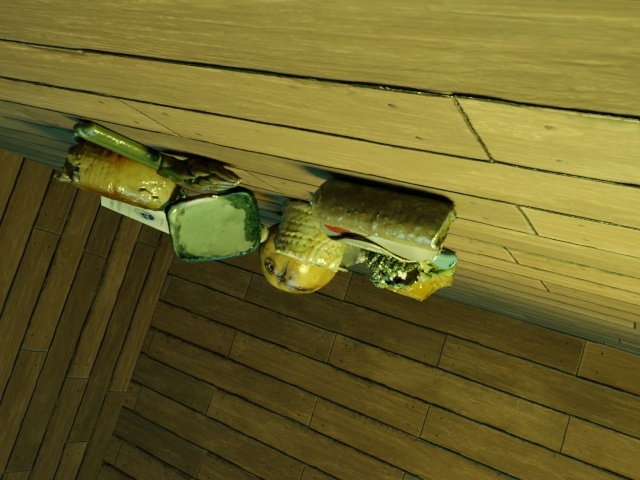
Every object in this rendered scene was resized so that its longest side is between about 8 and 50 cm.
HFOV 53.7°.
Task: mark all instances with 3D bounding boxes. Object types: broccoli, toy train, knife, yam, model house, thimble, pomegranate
[{"bbox_3d":[0.258,0.061,1.686,0.304,0.146,0.165,9,173,-43],"label":"broccoli"},{"bbox_3d":[0.000,0.000,1.808,0.260,0.134,0.177,21,-177,-21],"label":"toy train"},{"bbox_3d":[0.262,0.022,1.549,0.244,0.058,0.032,23,-149,-45],"label":"knife"},{"bbox_3d":[0.110,-0.047,1.114,0.259,0.093,0.093,15,174,29],"label":"yam"},{"bbox_3d":[-0.271,-0.048,1.826,0.253,0.185,0.291,-11,-177,9],"label":"model house"},{"bbox_3d":[-0.024,-0.016,1.609,0.190,0.144,0.137,18,176,1],"label":"thimble"},{"bbox_3d":[-0.076,0.049,2.025,0.260,0.260,0.260,18,175,2],"label":"pomegranate"}]

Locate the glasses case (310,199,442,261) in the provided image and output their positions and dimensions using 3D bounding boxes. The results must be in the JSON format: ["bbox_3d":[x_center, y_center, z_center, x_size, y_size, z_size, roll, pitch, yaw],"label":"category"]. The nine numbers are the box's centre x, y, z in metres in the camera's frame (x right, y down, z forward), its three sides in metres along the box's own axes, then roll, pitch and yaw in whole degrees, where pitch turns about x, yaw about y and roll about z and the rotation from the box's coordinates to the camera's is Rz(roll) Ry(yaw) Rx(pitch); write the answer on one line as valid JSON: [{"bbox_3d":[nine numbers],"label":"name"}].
[{"bbox_3d":[0.113,-0.021,1.417,0.308,0.083,0.128,16,175,22],"label":"glasses case"}]

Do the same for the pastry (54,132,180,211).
[{"bbox_3d":[-0.550,-0.176,1.769,0.329,0.136,0.329,16,175,2],"label":"pastry"}]

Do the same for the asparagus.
[{"bbox_3d":[-0.293,-0.156,1.453,0.287,0.080,0.080,14,174,30],"label":"asparagus"}]

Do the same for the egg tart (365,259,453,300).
[{"bbox_3d":[0.268,0.110,2.061,0.341,0.129,0.341,19,177,1],"label":"egg tart"}]

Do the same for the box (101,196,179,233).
[{"bbox_3d":[-0.562,-0.117,2.009,0.256,0.069,0.164,24,157,-10],"label":"box"}]

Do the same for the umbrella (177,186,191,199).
[{"bbox_3d":[-0.547,-0.167,2.114,0.143,0.094,0.349,7,168,20],"label":"umbrella"}]

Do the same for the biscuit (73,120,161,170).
[{"bbox_3d":[-0.454,-0.218,1.563,0.099,0.038,0.322,10,171,38],"label":"biscuit"}]
